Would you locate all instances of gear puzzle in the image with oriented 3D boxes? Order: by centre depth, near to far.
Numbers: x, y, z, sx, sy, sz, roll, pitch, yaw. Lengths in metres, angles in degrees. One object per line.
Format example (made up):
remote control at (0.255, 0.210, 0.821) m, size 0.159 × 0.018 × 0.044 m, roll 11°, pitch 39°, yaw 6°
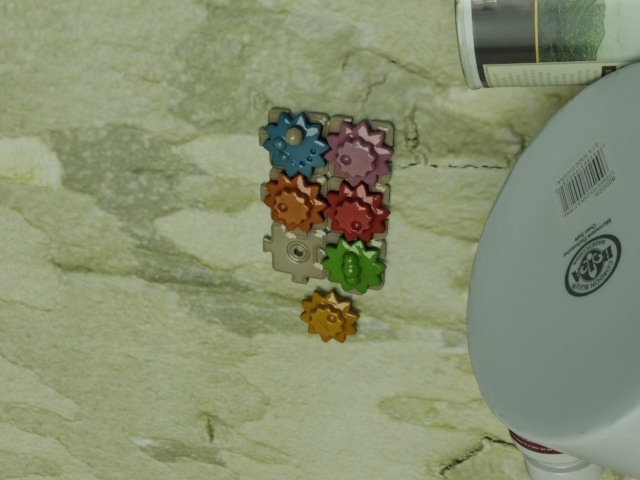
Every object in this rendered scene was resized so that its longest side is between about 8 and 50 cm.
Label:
gear puzzle at (0.000, 0.000, 0.969) m, size 0.175 × 0.044 × 0.339 m, roll 10°, pitch 123°, yaw 15°

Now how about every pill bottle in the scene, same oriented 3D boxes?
pill bottle at (0.285, 0.194, 0.931) m, size 0.121 × 0.121 × 0.221 m, roll -6°, pitch 117°, yaw 24°

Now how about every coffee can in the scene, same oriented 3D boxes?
coffee can at (0.265, -0.230, 0.631) m, size 0.275 × 0.201 × 0.202 m, roll 2°, pitch 120°, yaw 20°

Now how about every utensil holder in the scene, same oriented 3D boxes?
utensil holder at (0.364, 0.068, 0.625) m, size 0.385 × 0.328 × 0.328 m, roll 19°, pitch 128°, yaw -18°
